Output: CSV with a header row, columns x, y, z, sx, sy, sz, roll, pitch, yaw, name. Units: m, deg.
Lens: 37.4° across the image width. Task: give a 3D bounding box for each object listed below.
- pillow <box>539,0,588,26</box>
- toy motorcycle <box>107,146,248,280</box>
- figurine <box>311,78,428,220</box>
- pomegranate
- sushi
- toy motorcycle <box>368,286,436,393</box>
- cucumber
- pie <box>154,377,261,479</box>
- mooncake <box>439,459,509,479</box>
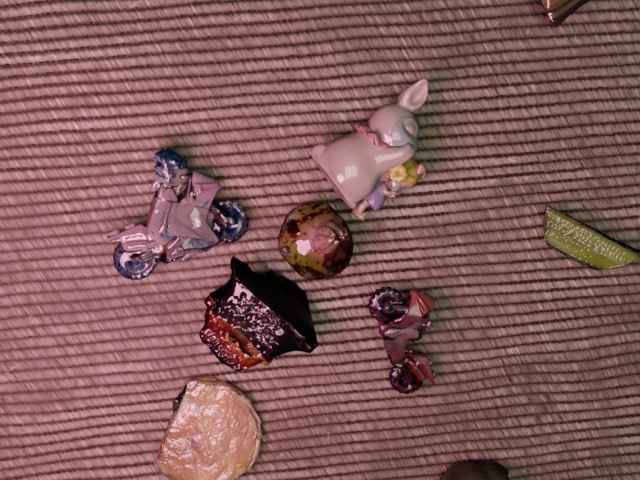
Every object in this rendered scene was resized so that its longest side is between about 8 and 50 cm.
x,y,z,sx,sy,sz,roll,pitch,yaw,name
0.426,-0.508,1.620,0.208,0.052,0.212,-39,106,-10,pillow
-0.263,-0.058,1.632,0.239,0.108,0.204,-27,106,-25,toy motorcycle
0.119,-0.161,1.632,0.235,0.127,0.155,-37,82,-1,figurine
0.006,-0.004,1.638,0.163,0.125,0.138,-21,97,44,pomegranate
-0.128,0.144,1.655,0.172,0.153,0.150,32,115,-30,sushi
0.163,0.175,1.711,0.118,0.084,0.213,-17,108,-3,toy motorcycle
0.490,0.010,1.728,0.220,0.046,0.070,25,99,-6,cucumber
-0.199,0.362,1.729,0.185,0.052,0.218,24,95,-6,pie
0.297,0.501,1.766,0.168,0.104,0.175,-34,104,-4,mooncake
